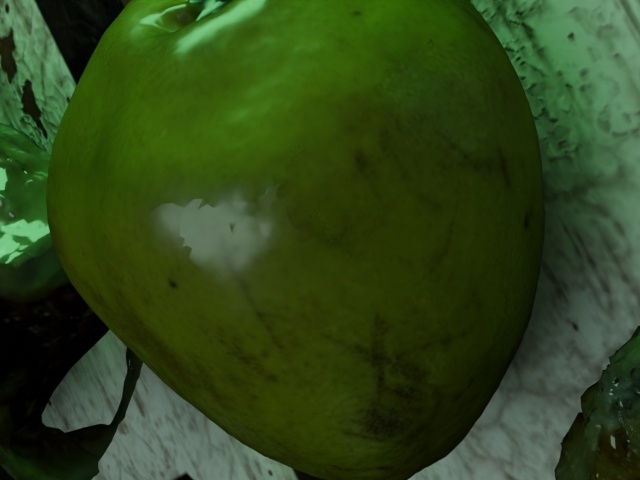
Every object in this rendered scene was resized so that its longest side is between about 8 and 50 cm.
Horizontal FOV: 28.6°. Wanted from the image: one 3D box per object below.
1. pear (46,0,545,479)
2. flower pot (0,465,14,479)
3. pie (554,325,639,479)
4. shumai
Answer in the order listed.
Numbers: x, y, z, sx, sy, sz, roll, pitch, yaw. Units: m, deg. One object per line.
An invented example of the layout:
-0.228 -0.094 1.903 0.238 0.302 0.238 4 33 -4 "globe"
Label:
0.000 0.000 0.750 0.287 0.287 0.375 9 124 43 "pear"
-0.387 0.279 1.259 0.166 0.269 0.269 -46 70 22 "flower pot"
0.262 0.190 0.657 0.355 0.103 0.288 21 123 42 "pie"
-0.295 0.030 1.037 0.348 0.395 0.395 -3 103 21 "shumai"
